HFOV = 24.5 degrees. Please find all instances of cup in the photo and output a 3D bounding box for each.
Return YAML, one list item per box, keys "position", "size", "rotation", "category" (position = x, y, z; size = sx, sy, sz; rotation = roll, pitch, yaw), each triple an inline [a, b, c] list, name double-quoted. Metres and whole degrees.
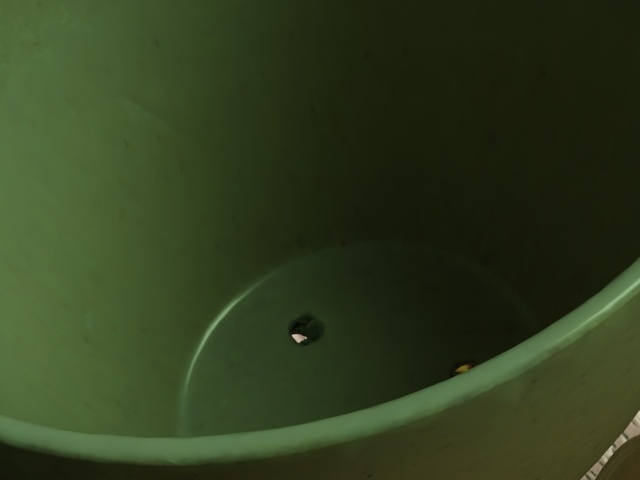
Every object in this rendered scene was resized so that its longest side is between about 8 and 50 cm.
- position: [0.000, 0.000, 0.564]
  size: [0.237, 0.331, 0.331]
  rotation: [73, 2, -50]
  category: "cup"

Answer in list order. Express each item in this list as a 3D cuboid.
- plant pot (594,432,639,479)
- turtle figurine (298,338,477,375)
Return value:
- position: [0.269, 0.197, 0.732]
  size: [0.274, 0.256, 0.256]
  rotation: [19, 36, -9]
  category: "plant pot"
- position: [0.080, 0.048, 0.776]
  size: [0.234, 0.118, 0.175]
  rotation: [2, 31, -27]
  category: "turtle figurine"
